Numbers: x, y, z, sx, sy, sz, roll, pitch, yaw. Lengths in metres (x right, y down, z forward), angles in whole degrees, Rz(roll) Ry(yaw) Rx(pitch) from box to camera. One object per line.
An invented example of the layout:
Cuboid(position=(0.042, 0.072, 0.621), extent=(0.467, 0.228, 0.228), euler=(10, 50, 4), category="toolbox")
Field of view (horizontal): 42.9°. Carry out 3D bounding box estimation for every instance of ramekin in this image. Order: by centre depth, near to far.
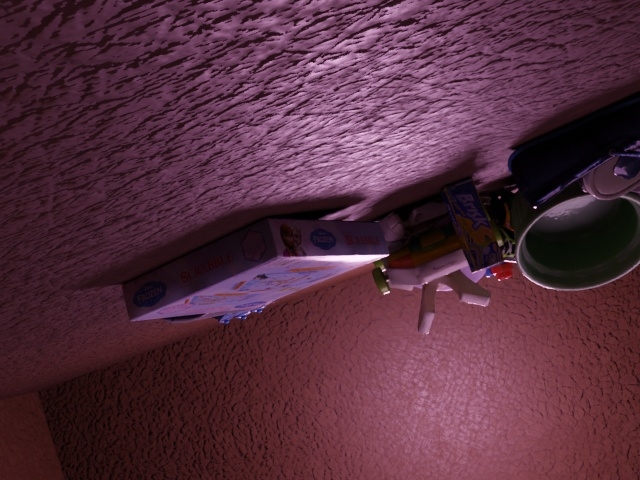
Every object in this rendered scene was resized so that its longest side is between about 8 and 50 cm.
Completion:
Cuboid(position=(0.572, -0.042, 1.815), extent=(0.304, 0.148, 0.303), euler=(-1, 135, -1), category="ramekin")

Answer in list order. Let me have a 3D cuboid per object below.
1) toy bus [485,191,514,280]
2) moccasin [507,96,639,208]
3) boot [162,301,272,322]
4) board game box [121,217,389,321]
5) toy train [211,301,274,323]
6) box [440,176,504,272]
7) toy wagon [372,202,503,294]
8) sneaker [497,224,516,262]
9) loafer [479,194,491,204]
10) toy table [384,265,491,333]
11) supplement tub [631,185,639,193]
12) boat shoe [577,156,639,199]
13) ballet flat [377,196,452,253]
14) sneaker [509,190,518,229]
Cuboid(position=(0.444, -0.004, 2.091), extent=(0.149, 0.211, 0.220), euler=(-27, 172, 41), category="toy bus")
Cuboid(position=(0.472, -0.148, 1.288), extent=(0.342, 0.116, 0.138), euler=(-24, 173, 37), category="moccasin")
Cuboid(position=(-0.190, 0.112, 1.616), extent=(0.259, 0.095, 0.123), euler=(-19, -179, 10), category="boot")
Cuboid(position=(-0.100, 0.048, 1.342), extent=(0.318, 0.065, 0.319), euler=(-23, 167, 31), category="board game box")
Cuboid(position=(-0.203, 0.159, 2.124), extent=(0.184, 0.080, 0.105), euler=(-16, 167, -29), category="toy train")
Cuboid(position=(0.282, -0.028, 1.519), extent=(0.059, 0.168, 0.054), euler=(-20, 173, -3), category="box")
Cuboid(position=(0.233, -0.004, 1.736), extent=(0.267, 0.068, 0.344), euler=(-23, -161, 8), category="toy wagon")
Cuboid(position=(0.476, 0.014, 1.955), extent=(0.097, 0.084, 0.235), euler=(10, -179, 43), category="sneaker")
Cuboid(position=(0.333, -0.067, 1.915), extent=(0.148, 0.050, 0.056), euler=(-20, 174, 9), category="loafer")
Cuboid(position=(0.267, 0.078, 1.946), extent=(0.275, 0.252, 0.160), euler=(1, -148, 2), category="toy table")
Cuboid(position=(0.699, -0.172, 1.683), extent=(0.200, 0.144, 0.144), euler=(-13, 171, -44), category="supplement tub")
Cuboid(position=(0.588, -0.179, 1.433), extent=(0.340, 0.127, 0.113), euler=(-31, -158, -6), category="boat shoe")
Cuboid(position=(0.182, -0.038, 1.648), extent=(0.222, 0.076, 0.079), euler=(-24, 156, -3), category="ballet flat")
Cuboid(position=(0.542, -0.068, 2.039), extent=(0.146, 0.134, 0.343), euler=(-22, 154, 13), category="sneaker")
